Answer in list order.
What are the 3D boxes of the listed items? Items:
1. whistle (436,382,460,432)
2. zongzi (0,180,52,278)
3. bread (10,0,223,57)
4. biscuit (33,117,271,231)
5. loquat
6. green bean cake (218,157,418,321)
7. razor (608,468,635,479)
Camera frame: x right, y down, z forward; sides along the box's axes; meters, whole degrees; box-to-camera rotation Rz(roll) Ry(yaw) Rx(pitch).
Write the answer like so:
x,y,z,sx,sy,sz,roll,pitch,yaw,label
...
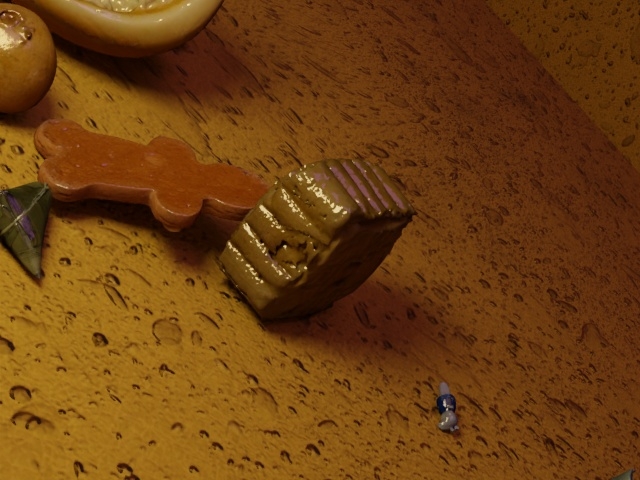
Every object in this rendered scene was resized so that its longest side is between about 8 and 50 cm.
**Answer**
x,y,z,sx,sy,sz,roll,pitch,yaw,label
0.182,0.243,1.382,0.033,0.029,0.083,12,44,-15,whistle
-0.334,-0.014,1.119,0.113,0.052,0.104,55,24,0,zongzi
-0.339,-0.473,1.456,0.424,0.329,0.245,32,7,-15,bread
-0.218,-0.077,1.275,0.324,0.049,0.205,6,33,-21,biscuit
-0.412,-0.238,1.241,0.141,0.141,0.141,29,31,-19,loquat
0.000,0.000,1.306,0.131,0.224,0.230,51,27,19,green bean cake
0.483,0.451,1.409,0.232,0.106,0.068,49,29,-9,razor
